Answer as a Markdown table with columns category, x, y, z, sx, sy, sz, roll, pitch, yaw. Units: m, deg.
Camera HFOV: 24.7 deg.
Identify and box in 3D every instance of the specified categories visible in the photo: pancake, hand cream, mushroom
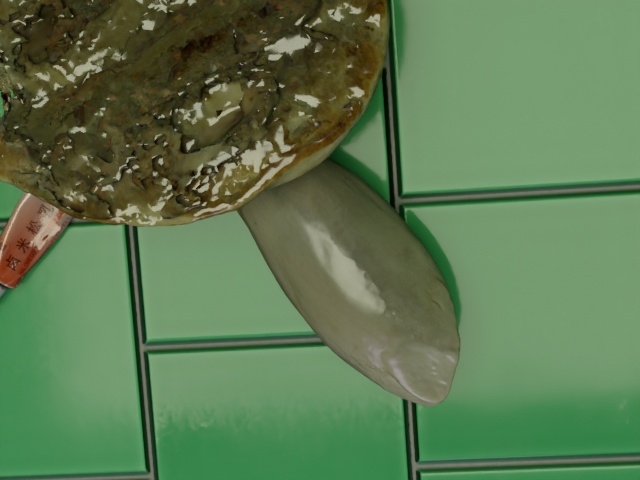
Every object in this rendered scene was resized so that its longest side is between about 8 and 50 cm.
| category | x | y | z | sx | sy | sz | roll | pitch | yaw |
| --- | --- | --- | --- | --- | --- | --- | --- | --- | --- |
| pancake | -0.138 | -0.182 | 1.241 | 0.382 | 0.071 | 0.382 | -4 | 68 | 11 |
| hand cream | -0.257 | -0.025 | 1.362 | 0.052 | 0.038 | 0.216 | 31 | 97 | -26 |
| mushroom | 0.000 | 0.000 | 1.290 | 0.350 | 0.128 | 0.128 | 45 | 100 | 3 |
